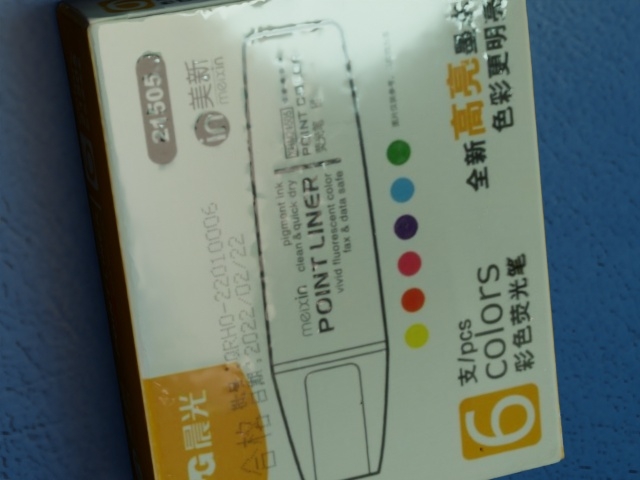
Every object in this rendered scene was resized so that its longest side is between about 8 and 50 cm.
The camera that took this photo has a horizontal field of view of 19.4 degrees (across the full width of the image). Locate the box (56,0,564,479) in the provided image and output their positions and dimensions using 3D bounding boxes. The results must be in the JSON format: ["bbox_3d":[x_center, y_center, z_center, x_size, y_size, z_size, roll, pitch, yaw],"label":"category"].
[{"bbox_3d":[0.000,0.000,0.918,0.220,0.091,0.274,-13,108,-14],"label":"box"}]
